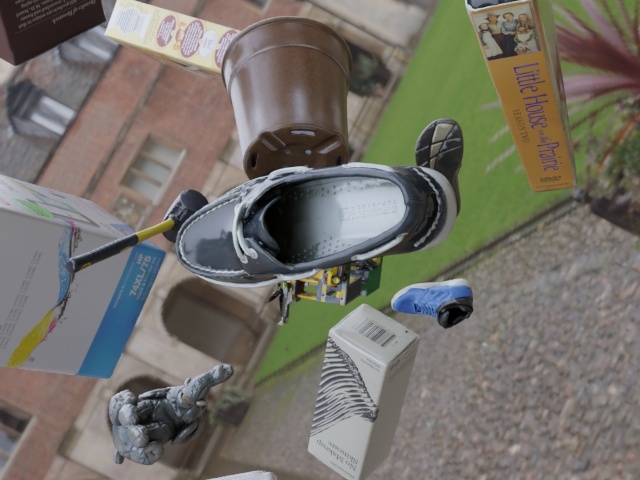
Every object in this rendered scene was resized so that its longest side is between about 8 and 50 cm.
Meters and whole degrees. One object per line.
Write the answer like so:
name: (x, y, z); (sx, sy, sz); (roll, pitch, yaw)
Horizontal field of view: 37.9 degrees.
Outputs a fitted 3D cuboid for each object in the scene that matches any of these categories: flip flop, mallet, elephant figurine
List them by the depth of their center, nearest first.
mallet: (-0.189, -0.009, 0.987); (0.062, 0.039, 0.189); (-49, -12, 30)
elephant figurine: (-0.305, 0.360, 1.934); (0.239, 0.169, 0.186); (-24, 20, -37)
flip flop: (0.286, -0.168, 2.170); (0.080, 0.112, 0.277); (-65, -27, -46)

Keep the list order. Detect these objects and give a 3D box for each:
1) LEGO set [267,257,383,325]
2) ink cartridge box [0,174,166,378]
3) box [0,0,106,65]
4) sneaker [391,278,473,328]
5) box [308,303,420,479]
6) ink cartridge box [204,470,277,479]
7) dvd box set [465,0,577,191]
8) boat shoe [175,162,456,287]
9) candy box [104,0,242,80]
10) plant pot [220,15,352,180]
LEGO set: (0.000, 0.000, 1.756); (0.331, 0.192, 0.255); (-39, -45, -65)
ink cartridge box: (-0.387, 0.038, 1.198); (0.270, 0.198, 0.197); (18, -81, -52)
box: (-0.429, -0.386, 1.293); (0.167, 0.168, 0.203); (-39, -36, -33)
sneaker: (0.205, 0.123, 1.702); (0.085, 0.152, 0.058); (-90, -14, -47)
box: (0.063, 0.241, 1.441); (0.094, 0.113, 0.275); (-34, -37, -43)
ink cartridge box: (-0.131, 0.451, 1.194); (0.115, 0.198, 0.273); (82, 177, -72)
dvd box set: (0.207, -0.265, 0.984); (0.420, 0.062, 0.308); (42, -138, -64)
boat shoe: (-0.028, -0.018, 0.872); (0.091, 0.302, 0.114); (1, -104, -60)
candy box: (-0.225, -0.359, 1.752); (0.183, 0.316, 0.088); (15, -83, -62)
plant pot: (-0.034, -0.153, 1.129); (0.167, 0.167, 0.165); (121, 150, -47)
